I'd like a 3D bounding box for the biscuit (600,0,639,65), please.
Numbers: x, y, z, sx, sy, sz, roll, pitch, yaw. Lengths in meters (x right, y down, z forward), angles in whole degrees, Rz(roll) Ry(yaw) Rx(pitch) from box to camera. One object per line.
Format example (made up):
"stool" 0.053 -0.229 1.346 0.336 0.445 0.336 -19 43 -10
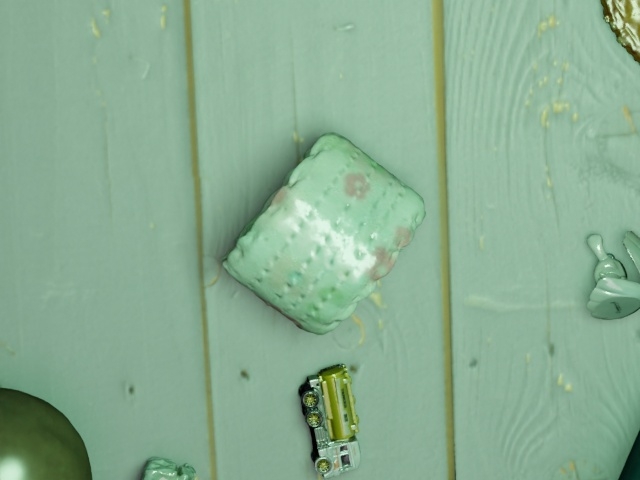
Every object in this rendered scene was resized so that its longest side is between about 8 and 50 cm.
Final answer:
"biscuit" 0.446 -0.302 1.798 0.305 0.038 0.305 0 99 -1

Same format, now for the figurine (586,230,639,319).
"figurine" 0.335 0.039 1.845 0.082 0.086 0.094 -17 142 17

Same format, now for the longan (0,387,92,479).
"longan" -0.374 0.276 1.816 0.248 0.248 0.248 0 100 0

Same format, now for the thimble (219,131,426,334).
"thimble" 0.000 0.000 1.788 0.149 0.185 0.211 38 132 -4

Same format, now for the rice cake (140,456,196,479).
"rice cake" -0.213 0.413 1.914 0.063 0.066 0.336 15 101 -3

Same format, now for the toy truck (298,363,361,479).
"toy truck" 0.013 0.205 1.884 0.063 0.052 0.123 -12 99 -4

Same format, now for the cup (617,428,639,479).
"cup" 0.417 0.344 1.796 0.242 0.308 0.292 25 85 13
